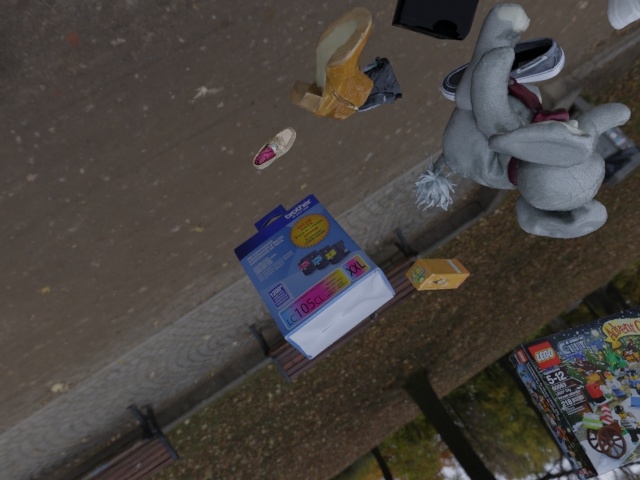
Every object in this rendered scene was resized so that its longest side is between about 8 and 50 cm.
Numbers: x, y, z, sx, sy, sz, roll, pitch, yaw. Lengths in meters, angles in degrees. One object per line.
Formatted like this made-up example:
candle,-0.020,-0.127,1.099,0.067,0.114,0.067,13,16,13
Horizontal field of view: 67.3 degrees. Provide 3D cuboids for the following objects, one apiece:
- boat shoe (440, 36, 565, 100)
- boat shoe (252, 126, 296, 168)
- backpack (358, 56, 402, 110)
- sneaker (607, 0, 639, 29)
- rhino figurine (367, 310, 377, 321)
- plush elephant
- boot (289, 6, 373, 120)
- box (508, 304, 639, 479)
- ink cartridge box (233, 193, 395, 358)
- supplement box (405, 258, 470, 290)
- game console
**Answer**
boat shoe,0.429,-0.426,1.187,0.301,0.108,0.102,0,168,39
boat shoe,-0.144,-0.284,1.490,0.170,0.063,0.059,-45,-176,9
backpack,0.156,-0.491,1.566,0.182,0.152,0.115,-27,-168,4
sneaker,0.876,-0.737,1.284,0.108,0.292,0.169,9,171,-25
rhino figurine,0.090,0.153,1.381,0.106,0.243,0.073,18,115,-36
plush elephant,0.328,-0.150,0.735,0.330,0.255,0.272,-56,145,-9
boot,0.073,-0.426,1.201,0.211,0.104,0.295,-4,148,-48
box,0.383,0.178,0.605,0.233,0.159,0.044,-14,148,-14
ink cartridge box,-0.041,0.063,1.239,0.270,0.395,0.151,-37,136,-3
supplement box,0.376,0.107,1.534,0.233,0.080,0.078,2,134,-47
game console,0.101,-0.465,0.763,0.361,0.044,0.213,9,106,-14
